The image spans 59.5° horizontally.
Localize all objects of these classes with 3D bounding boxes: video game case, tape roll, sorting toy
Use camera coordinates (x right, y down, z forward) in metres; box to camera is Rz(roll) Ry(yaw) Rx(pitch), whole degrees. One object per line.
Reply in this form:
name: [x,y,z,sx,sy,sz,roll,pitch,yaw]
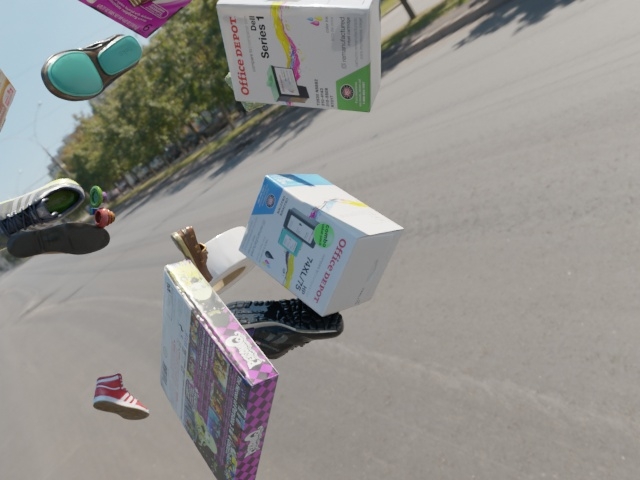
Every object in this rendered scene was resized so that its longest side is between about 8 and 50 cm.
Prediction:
video game case: [-0.139,0.175,0.703,0.042,0.232,0.210,-17,45,-35]
tape roll: [-0.308,0.084,1.661,0.286,0.100,0.286,-37,-7,-5]
sorting toy: [-0.505,-0.075,1.303,0.061,0.101,0.042,-27,-17,38]

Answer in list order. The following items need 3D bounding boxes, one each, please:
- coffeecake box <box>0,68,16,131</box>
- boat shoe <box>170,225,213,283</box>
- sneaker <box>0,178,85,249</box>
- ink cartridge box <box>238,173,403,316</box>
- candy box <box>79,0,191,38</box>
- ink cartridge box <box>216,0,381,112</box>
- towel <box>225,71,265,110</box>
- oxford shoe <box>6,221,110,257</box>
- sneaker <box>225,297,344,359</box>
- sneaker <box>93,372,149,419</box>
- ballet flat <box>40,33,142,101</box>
coffeecake box: [-0.432,-0.195,0.575,0.185,0.142,0.068,97,180,-67]
boat shoe: [-0.308,0.038,1.401,0.060,0.178,0.064,-36,41,-16]
sneaker: [-0.719,-0.067,1.380,0.300,0.111,0.121,-39,23,-29]
ink cartridge box: [0.000,0.000,1.243,0.197,0.270,0.198,-9,-52,-53]
candy box: [-0.255,-0.439,0.879,0.233,0.071,0.159,-32,-15,19]
ink cartridge box: [-0.033,-0.363,1.045,0.278,0.201,0.117,8,46,14]
towel: [-0.127,-0.360,1.259,0.148,0.110,0.027,-32,-12,-12]
oxford shoe: [-0.595,-0.002,1.277,0.212,0.076,0.076,-4,2,-28]
sneaker: [-0.083,0.206,1.258,0.283,0.124,0.107,1,32,13]
sneaker: [-0.362,0.285,1.027,0.042,0.118,0.067,-33,46,16]
ballet flat: [-0.456,-0.328,1.092,0.096,0.095,0.280,-11,25,26]
